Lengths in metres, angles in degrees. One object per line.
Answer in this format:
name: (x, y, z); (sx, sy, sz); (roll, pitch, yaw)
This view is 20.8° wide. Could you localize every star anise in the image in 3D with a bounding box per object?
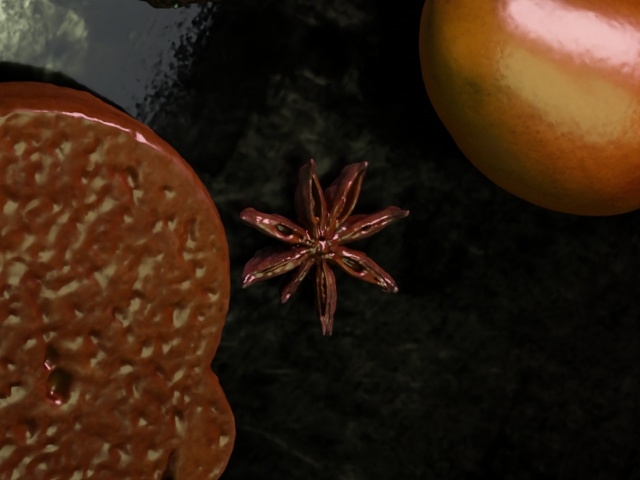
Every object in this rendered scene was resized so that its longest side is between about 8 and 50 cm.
star anise: (0.001, -0.001, 1.311); (0.141, 0.042, 0.141); (-6, 108, -18)

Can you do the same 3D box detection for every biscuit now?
biscuit: (-0.214, 0.092, 1.234); (0.350, 0.070, 0.394); (28, 95, -30)

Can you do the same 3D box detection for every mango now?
mango: (0.185, -0.110, 1.305); (0.254, 0.139, 0.175); (12, 86, -17)

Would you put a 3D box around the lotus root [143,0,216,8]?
lotus root: (-0.033, -0.336, 1.121); (0.196, 0.179, 0.397); (17, 104, -44)
